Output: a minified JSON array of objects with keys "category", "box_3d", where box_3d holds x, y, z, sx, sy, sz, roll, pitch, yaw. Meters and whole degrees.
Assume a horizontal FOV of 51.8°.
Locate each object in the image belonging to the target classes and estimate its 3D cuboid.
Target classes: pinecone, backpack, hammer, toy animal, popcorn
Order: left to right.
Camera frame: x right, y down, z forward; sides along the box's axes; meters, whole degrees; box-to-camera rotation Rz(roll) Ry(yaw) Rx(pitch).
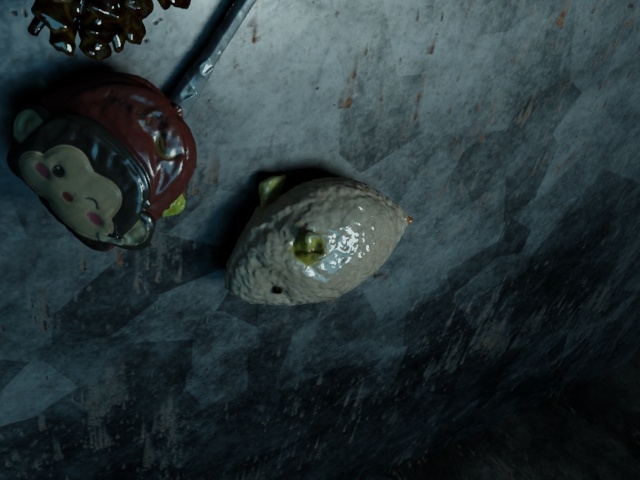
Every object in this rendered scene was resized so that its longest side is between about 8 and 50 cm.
[{"category":"pinecone","box_3d":[-0.232,-0.295,0.656,0.228,0.203,0.201,-31,171,-42]},{"category":"backpack","box_3d":[-0.265,-0.108,0.846,0.229,0.139,0.230,-2,113,-4]},{"category":"popcorn","box_3d":[-0.233,-0.072,0.991,0.068,0.059,0.083,28,86,-21]},{"category":"hammer","box_3d":[-0.152,-0.254,0.881,0.152,0.044,0.427,19,117,-48]},{"category":"toy animal","box_3d":[0.006,-0.003,1.145,0.358,0.188,0.227,-22,146,-20]}]
